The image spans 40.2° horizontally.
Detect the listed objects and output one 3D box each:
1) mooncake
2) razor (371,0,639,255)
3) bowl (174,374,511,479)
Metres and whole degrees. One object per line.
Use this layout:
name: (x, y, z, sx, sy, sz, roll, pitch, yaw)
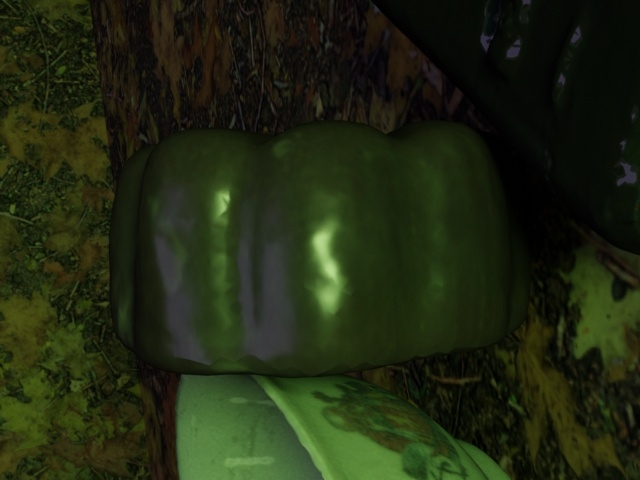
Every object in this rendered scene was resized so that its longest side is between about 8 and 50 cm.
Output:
mooncake: (0.000, 0.000, 0.625, 0.306, 0.305, 0.154, 177, 90, -65)
razor: (0.136, -0.149, 0.518, 0.327, 0.107, 0.189, -123, 35, -45)
bowl: (0.051, 0.268, 0.676, 0.435, 0.195, 0.435, 43, 140, 51)
